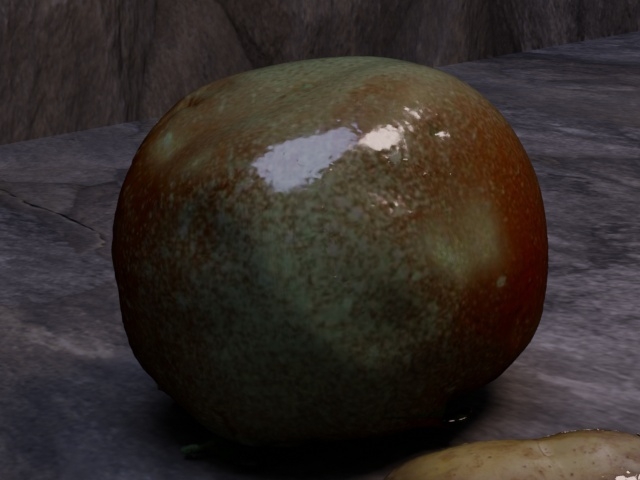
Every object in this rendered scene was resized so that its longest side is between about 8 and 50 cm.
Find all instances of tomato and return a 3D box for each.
[{"bbox_3d":[0.000,0.000,0.988,0.303,0.239,0.303,-9,15,2],"label":"tomato"}]

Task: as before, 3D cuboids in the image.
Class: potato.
[{"bbox_3d":[0.109,0.141,0.731,0.170,0.080,0.107,-3,7,-6],"label":"potato"}]
